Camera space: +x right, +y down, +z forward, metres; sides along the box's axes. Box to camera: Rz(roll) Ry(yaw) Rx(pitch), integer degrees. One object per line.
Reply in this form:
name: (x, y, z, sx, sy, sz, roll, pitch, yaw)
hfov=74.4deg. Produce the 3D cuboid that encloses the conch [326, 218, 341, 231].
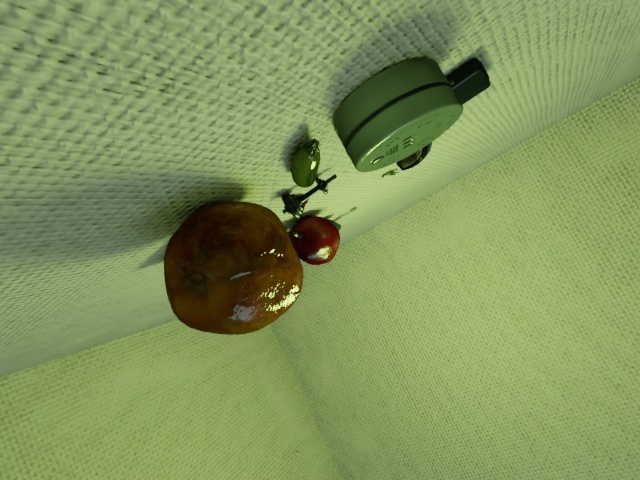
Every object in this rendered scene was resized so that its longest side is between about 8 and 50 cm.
conch: (0.000, 0.000, 2.433, 0.221, 0.195, 0.277, -8, -156, 37)

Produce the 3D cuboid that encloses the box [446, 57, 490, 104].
box: (0.459, -0.497, 1.361, 0.160, 0.050, 0.230, -31, 171, 28)

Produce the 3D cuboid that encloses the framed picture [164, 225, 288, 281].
framed picture: (-0.383, 0.056, 1.728, 0.447, 0.028, 0.326, -6, 148, -35)

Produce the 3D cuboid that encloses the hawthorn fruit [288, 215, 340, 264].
hawthorn fruit: (-0.046, -0.008, 2.176, 0.265, 0.264, 0.307, -29, 153, 19)

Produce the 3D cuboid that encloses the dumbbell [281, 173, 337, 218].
dumbbell: (-0.043, -0.179, 1.638, 0.255, 0.110, 0.110, -34, 171, 9)

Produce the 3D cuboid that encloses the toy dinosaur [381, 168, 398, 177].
toy dinosaur: (0.358, -0.340, 2.131, 0.061, 0.029, 0.120, -13, -170, 47)

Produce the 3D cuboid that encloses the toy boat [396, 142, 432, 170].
toy boat: (0.408, -0.379, 1.796, 0.097, 0.100, 0.223, -50, -177, -28)

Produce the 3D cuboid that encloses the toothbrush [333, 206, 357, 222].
toothbrush: (0.107, -0.134, 2.621, 0.287, 0.020, 0.025, -31, 162, 25)

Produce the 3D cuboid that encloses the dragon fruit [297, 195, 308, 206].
dragon fruit: (-0.109, -0.155, 1.787, 0.097, 0.063, 0.131, -60, 167, 4)

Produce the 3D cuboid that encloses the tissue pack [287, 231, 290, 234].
tissue pack: (-0.171, 0.010, 2.376, 0.149, 0.099, 0.106, -23, 173, -22)

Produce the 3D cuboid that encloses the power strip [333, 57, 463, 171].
power strip: (0.226, -0.346, 1.194, 0.358, 0.161, 0.357, -26, 172, -4)

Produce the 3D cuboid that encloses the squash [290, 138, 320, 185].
squash: (-0.049, -0.234, 1.320, 0.095, 0.094, 0.341, -25, 174, -9)

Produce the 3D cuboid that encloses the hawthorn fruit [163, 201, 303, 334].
hawthorn fruit: (-0.279, 0.088, 1.367, 0.473, 0.471, 0.472, -26, 172, -4)
